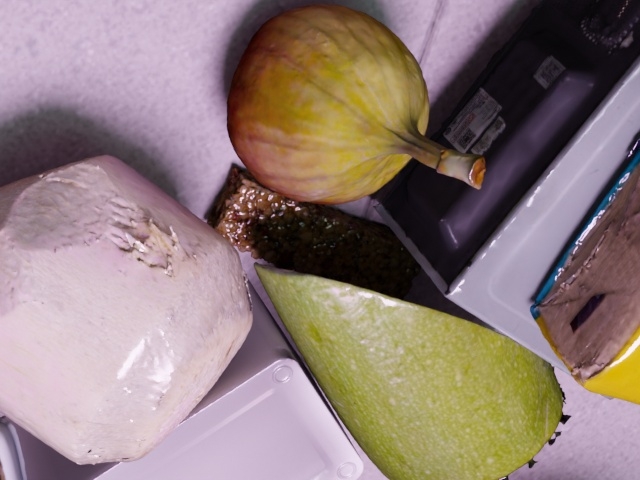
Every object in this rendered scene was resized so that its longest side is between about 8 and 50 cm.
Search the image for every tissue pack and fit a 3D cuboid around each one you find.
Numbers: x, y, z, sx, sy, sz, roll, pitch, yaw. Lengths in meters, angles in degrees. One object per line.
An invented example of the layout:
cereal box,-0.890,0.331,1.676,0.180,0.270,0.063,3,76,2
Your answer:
tissue pack,-0.114,0.172,1.455,0.246,0.136,0.159,-33,126,-3
tissue pack,0.321,0.051,1.347,0.271,0.134,0.192,21,109,-31

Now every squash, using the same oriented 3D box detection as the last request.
squash,0.077,0.068,1.446,0.189,0.189,0.260,-30,120,-4

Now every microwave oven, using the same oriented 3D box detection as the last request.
microwave oven,0.226,-0.064,1.434,0.237,0.181,0.295,32,103,-32

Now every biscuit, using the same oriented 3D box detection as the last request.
biscuit,0.000,0.000,1.464,0.199,0.034,0.064,21,110,-30

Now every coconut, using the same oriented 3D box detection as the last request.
coconut,-0.179,0.044,1.312,0.234,0.224,0.224,40,100,1

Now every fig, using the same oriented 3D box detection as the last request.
fig,0.041,-0.100,1.329,0.143,0.231,0.160,-52,131,-43

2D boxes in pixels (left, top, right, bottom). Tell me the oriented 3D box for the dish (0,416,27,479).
dish,-0.311,0.175,1.356,0.080,0.243,0.182,-49,142,-48
